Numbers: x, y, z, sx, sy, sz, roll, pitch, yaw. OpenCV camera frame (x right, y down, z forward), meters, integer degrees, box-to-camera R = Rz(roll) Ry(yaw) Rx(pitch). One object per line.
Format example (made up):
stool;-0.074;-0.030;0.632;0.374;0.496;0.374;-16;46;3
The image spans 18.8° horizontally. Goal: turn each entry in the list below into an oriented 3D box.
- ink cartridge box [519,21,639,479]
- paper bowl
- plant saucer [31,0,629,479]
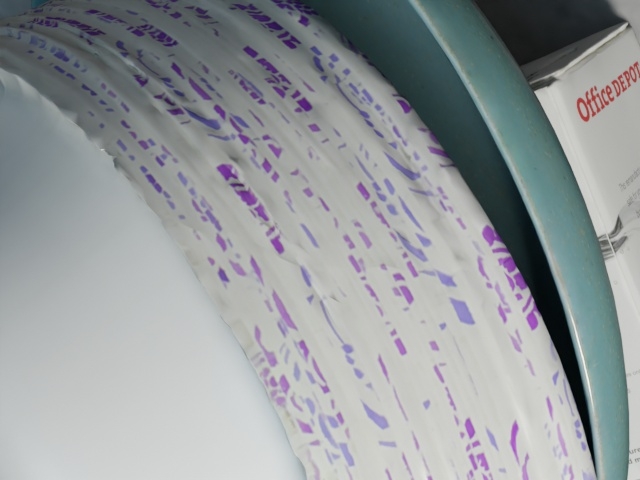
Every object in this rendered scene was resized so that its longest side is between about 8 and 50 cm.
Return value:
ink cartridge box;0.094;0.004;0.663;0.056;0.099;0.135;-19;97;29
paper bowl;-0.055;0.066;0.608;0.284;0.148;0.284;40;144;38
plant saucer;0.000;0.000;0.658;0.317;0.044;0.317;41;145;37
